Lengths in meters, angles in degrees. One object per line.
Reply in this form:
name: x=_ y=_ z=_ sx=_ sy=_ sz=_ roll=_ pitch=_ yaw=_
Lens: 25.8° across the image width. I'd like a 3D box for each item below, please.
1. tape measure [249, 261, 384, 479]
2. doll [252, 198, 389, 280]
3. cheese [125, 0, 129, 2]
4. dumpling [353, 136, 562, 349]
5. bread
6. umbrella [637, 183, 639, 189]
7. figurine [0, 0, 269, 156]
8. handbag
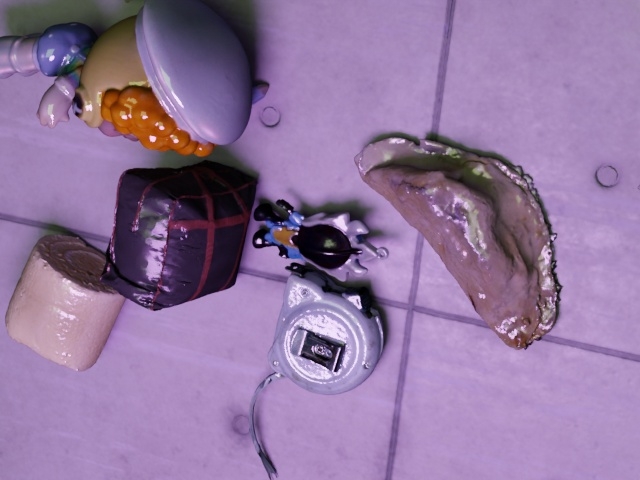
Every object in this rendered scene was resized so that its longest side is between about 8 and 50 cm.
tape measure: x=-0.015 y=0.205 z=1.870 sx=0.164 sy=0.084 sz=0.330 roll=19 pitch=109 yaw=20
doll: x=0.000 y=0.000 z=1.817 sx=0.195 sy=0.070 sz=0.096 roll=13 pitch=116 yaw=27
cheese: x=-0.246 y=-0.451 z=1.784 sx=0.163 sy=0.082 sz=0.286 roll=26 pitch=109 yaw=12
dumpling: x=0.191 y=-0.016 z=1.733 sx=0.332 sy=0.086 sz=0.166 roll=47 pitch=118 yaw=-1
bread: x=-0.354 y=0.088 z=1.940 sx=0.148 sy=0.134 sz=0.141 roll=36 pitch=114 yaw=23
umbrella: x=0.418 y=-0.082 z=1.639 sx=0.067 sy=0.062 sz=0.143 roll=21 pitch=107 yaw=-8
figurine: x=-0.269 y=-0.226 z=1.774 sx=0.382 sy=0.224 sz=0.205 roll=10 pitch=104 yaw=19
handbag: x=-0.180 y=-0.015 z=1.804 sx=0.155 sy=0.215 sz=0.169 roll=26 pitch=108 yaw=22
